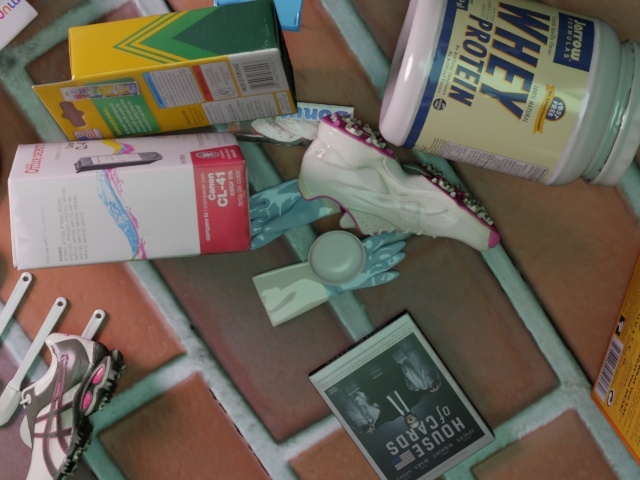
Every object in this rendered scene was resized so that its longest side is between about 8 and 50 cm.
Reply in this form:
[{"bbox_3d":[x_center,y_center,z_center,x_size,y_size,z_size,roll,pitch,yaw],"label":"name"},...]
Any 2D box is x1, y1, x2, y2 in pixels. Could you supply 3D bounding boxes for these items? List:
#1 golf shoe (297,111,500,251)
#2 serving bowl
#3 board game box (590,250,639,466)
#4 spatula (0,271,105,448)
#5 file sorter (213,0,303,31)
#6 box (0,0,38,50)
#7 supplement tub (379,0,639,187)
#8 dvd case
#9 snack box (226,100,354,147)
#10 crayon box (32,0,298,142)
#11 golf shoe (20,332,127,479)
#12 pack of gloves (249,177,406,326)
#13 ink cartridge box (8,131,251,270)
[{"bbox_3d":[0.107,-0.054,1.908,0.306,0.115,0.140,32,103,-8],"label":"golf shoe"},{"bbox_3d":[0.022,0.021,1.935,0.083,0.027,0.083,-3,110,-7],"label":"serving bowl"},{"bbox_3d":[0.621,0.149,1.824,0.356,0.356,0.356,16,100,-3],"label":"board game box"},{"bbox_3d":[-0.434,0.176,1.995,0.168,0.019,0.242,29,99,-5],"label":"spatula"},{"bbox_3d":[-0.077,-0.379,1.851,0.118,0.104,0.170,7,101,-2],"label":"file sorter"},{"bbox_3d":[-0.556,-0.292,1.803,0.262,0.127,0.231,-46,108,-13],"label":"box"},{"bbox_3d":[0.261,-0.206,1.819,0.325,0.235,0.235,14,100,-3],"label":"supplement tub"},{"bbox_3d":[0.121,0.247,2.006,0.179,0.029,0.238,-34,98,6],"label":"dvd case"},{"bbox_3d":[-0.043,-0.168,1.932,0.178,0.022,0.064,5,99,-1],"label":"snack box"},{"bbox_3d":[-0.204,-0.223,1.821,0.323,0.203,0.083,-8,71,3],"label":"crayon box"},{"bbox_3d":[-0.387,0.265,1.974,0.120,0.105,0.272,25,93,-1],"label":"golf shoe"},{"bbox_3d":[0.000,0.000,1.952,0.232,0.046,0.195,-22,99,4],"label":"pack of gloves"},{"bbox_3d":[-0.254,-0.059,1.814,0.306,0.226,0.131,-3,106,-8],"label":"ink cartridge box"}]
